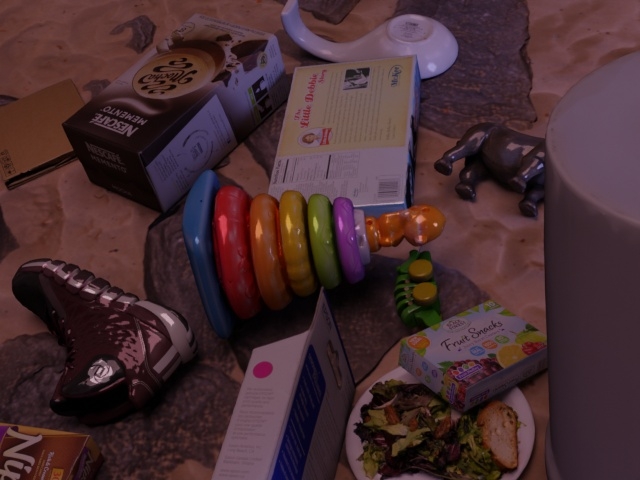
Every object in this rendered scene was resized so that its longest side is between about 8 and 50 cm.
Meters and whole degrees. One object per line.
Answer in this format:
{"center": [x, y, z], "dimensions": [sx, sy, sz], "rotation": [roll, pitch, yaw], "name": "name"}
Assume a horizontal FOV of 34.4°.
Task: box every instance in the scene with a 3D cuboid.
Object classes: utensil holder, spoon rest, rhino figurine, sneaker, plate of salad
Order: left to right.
{"center": [-0.299, 0.126, 1.242], "dimensions": [0.281, 0.106, 0.162], "rotation": [15, 55, 29], "name": "sneaker"}
{"center": [0.077, -0.310, 1.604], "dimensions": [0.276, 0.084, 0.137], "rotation": [16, 52, 12], "name": "spoon rest"}
{"center": [0.122, 0.195, 1.084], "dimensions": [0.200, 0.048, 0.199], "rotation": [-9, 45, 9], "name": "plate of salad"}
{"center": [0.275, -0.089, 1.309], "dimensions": [0.243, 0.073, 0.106], "rotation": [19, 56, 30], "name": "rhino figurine"}
{"center": [0.347, 0.066, 0.873], "dimensions": [0.328, 0.385, 0.327], "rotation": [-8, 36, 6], "name": "utensil holder"}

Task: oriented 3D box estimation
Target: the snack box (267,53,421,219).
{"center": [0.038, -0.135, 1.435], "dimensions": [0.187, 0.060, 0.322], "rotation": [-3, 45, 13], "name": "snack box"}

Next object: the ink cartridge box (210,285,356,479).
{"center": [-0.042, 0.237, 0.996], "dimensions": [0.069, 0.175, 0.371], "rotation": [2, 46, 19], "name": "ink cartridge box"}

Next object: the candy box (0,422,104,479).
{"center": [-0.350, 0.262, 1.154], "dimensions": [0.187, 0.053, 0.109], "rotation": [4, 46, 19], "name": "candy box"}

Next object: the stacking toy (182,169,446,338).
{"center": [0.000, 0.000, 1.237], "dimensions": [0.302, 0.165, 0.175], "rotation": [-9, 35, 5], "name": "stacking toy"}

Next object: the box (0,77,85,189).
{"center": [-0.445, -0.174, 1.649], "dimensions": [0.164, 0.021, 0.201], "rotation": [-26, 44, -10], "name": "box"}

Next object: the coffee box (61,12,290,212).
{"center": [-0.206, -0.195, 1.526], "dimensions": [0.168, 0.118, 0.297], "rotation": [22, 55, 32], "name": "coffee box"}

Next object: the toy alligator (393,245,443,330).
{"center": [0.111, 0.048, 1.229], "dimensions": [0.051, 0.056, 0.189], "rotation": [-11, 43, 6], "name": "toy alligator"}

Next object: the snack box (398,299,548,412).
{"center": [0.169, 0.122, 1.119], "dimensions": [0.141, 0.037, 0.100], "rotation": [-20, 37, -34], "name": "snack box"}
